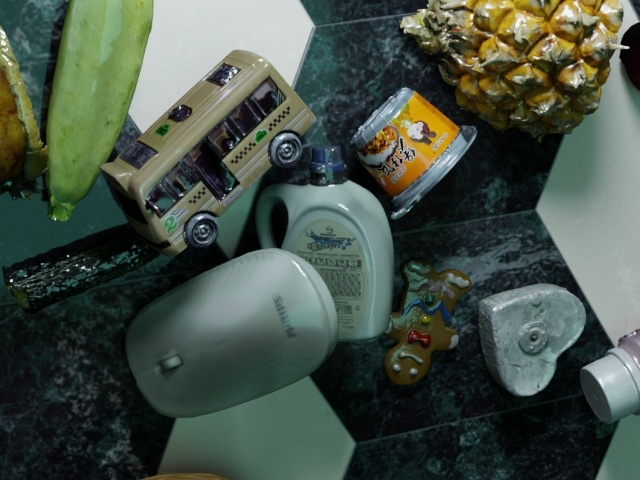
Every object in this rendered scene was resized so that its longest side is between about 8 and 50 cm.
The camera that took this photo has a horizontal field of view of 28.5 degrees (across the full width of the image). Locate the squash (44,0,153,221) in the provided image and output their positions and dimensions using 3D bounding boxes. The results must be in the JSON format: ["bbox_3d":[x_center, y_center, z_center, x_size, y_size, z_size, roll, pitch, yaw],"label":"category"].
[{"bbox_3d":[-0.308,-0.205,1.715,0.118,0.118,0.371,10,105,-19],"label":"squash"}]

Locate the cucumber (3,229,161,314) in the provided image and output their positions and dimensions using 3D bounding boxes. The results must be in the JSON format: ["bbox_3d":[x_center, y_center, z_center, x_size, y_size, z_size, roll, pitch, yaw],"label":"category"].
[{"bbox_3d":[-0.325,0.037,1.795,0.245,0.067,0.067,-22,109,-9],"label":"cucumber"}]

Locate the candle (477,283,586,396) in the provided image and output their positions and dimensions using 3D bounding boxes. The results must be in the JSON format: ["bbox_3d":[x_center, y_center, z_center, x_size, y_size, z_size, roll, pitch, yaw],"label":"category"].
[{"bbox_3d":[0.325,0.144,2.019,0.168,0.068,0.192,32,89,-20],"label":"candle"}]

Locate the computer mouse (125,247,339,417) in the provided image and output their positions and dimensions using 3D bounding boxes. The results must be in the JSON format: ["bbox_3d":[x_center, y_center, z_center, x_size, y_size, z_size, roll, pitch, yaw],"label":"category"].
[{"bbox_3d":[-0.131,0.137,1.800,0.330,0.095,0.197,-25,89,16],"label":"computer mouse"}]

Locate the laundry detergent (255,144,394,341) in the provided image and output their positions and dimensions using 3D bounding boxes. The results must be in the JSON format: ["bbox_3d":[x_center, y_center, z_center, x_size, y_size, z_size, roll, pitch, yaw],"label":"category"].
[{"bbox_3d":[0.000,0.000,1.831,0.105,0.214,0.281,-30,118,-55],"label":"laundry detergent"}]

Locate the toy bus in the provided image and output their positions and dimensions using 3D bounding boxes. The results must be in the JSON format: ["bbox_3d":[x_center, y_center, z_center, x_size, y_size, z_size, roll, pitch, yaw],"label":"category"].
[{"bbox_3d":[-0.158,-0.123,1.743,0.289,0.139,0.157,-44,121,-9],"label":"toy bus"}]

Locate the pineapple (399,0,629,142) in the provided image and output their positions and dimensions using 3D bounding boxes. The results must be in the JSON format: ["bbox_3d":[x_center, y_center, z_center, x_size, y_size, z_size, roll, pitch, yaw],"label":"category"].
[{"bbox_3d":[0.275,-0.292,1.816,0.286,0.209,0.344,-2,106,-16],"label":"pineapple"}]

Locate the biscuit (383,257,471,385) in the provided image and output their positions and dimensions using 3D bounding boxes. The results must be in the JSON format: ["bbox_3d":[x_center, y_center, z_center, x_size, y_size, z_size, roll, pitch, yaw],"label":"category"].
[{"bbox_3d":[0.160,0.136,1.988,0.138,0.031,0.205,18,99,-20],"label":"biscuit"}]

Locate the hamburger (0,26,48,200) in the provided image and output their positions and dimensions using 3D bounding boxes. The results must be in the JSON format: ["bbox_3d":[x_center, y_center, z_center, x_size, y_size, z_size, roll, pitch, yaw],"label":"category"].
[{"bbox_3d":[-0.449,-0.183,1.627,0.132,0.211,0.309,-21,107,-16],"label":"hamburger"}]

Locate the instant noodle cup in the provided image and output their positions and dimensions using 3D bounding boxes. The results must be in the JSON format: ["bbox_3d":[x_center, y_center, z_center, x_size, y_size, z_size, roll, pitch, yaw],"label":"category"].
[{"bbox_3d":[0.125,-0.142,1.840,0.125,0.208,0.177,45,127,-8],"label":"instant noodle cup"}]

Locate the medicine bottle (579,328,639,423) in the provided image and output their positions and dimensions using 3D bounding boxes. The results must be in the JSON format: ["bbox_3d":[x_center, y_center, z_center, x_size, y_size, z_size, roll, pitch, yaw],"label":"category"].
[{"bbox_3d":[0.556,0.206,2.065,0.247,0.147,0.147,-23,109,-10],"label":"medicine bottle"}]

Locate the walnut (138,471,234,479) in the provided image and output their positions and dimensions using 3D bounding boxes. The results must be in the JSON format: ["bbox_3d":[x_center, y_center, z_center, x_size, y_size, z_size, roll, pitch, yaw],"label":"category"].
[{"bbox_3d":[-0.219,0.523,1.826,0.397,0.308,0.354,-21,75,-11],"label":"walnut"}]

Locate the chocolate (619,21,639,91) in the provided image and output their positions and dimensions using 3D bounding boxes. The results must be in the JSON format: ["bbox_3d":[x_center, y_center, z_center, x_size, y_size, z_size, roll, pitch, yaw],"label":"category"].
[{"bbox_3d":[0.544,-0.282,1.969,0.133,0.127,0.124,7,133,-31],"label":"chocolate"}]
